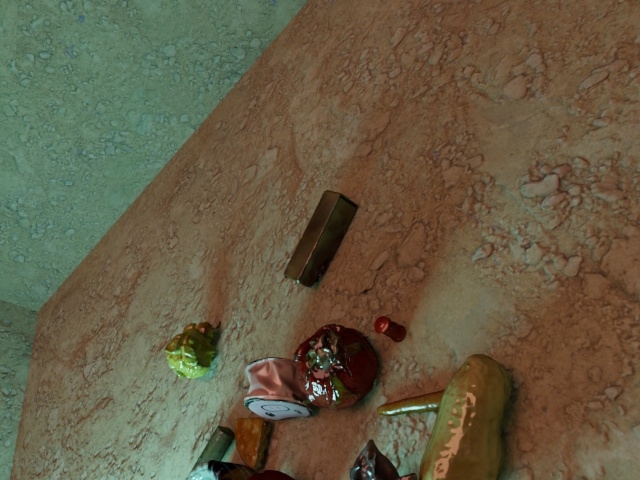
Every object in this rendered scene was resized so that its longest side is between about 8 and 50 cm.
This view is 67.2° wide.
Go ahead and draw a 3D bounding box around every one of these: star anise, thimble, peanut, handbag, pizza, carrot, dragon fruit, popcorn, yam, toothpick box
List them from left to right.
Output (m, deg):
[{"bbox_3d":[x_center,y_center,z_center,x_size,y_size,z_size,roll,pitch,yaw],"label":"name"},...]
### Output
[{"bbox_3d":[-0.441,0.385,1.698,0.173,0.168,0.195,-46,2,31],"label":"popcorn"},{"bbox_3d":[-0.328,0.650,1.469,0.068,0.068,0.170,25,85,50],"label":"yam"},{"bbox_3d":[-0.273,0.727,1.302,0.237,0.150,0.238,-24,52,34],"label":"thimble"},{"bbox_3d":[-0.189,0.572,1.392,0.134,0.046,0.175,-45,42,17],"label":"pizza"},{"bbox_3d":[-0.118,0.412,1.323,0.204,0.179,0.117,-19,46,30],"label":"handbag"},{"bbox_3d":[0.029,0.295,1.201,0.223,0.148,0.219,-3,55,10],"label":"dragon fruit"},{"bbox_3d":[0.139,0.545,0.968,0.198,0.110,0.258,-178,78,-73],"label":"star anise"},{"bbox_3d":[0.175,0.222,1.210,0.047,0.083,0.047,-25,49,32],"label":"toothpick box"},{"bbox_3d":[0.229,0.372,1.098,0.247,0.043,0.043,-26,49,36],"label":"carrot"},{"bbox_3d":[0.293,0.383,0.947,0.147,0.147,0.319,4,63,47],"label":"peanut"}]

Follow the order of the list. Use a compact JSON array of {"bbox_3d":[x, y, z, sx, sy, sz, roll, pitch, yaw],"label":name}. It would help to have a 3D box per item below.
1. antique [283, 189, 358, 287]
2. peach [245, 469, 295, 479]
[{"bbox_3d":[0.000,0.000,1.520,0.087,0.093,0.310,19,80,49],"label":"antique"},{"bbox_3d":[-0.116,0.660,1.169,0.197,0.197,0.198,-25,50,34],"label":"peach"}]
